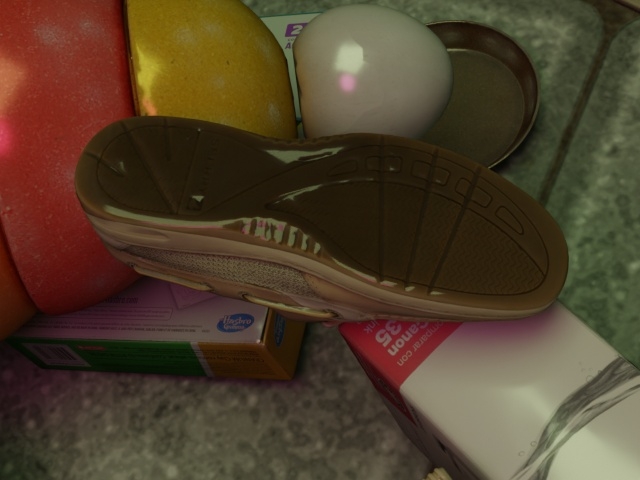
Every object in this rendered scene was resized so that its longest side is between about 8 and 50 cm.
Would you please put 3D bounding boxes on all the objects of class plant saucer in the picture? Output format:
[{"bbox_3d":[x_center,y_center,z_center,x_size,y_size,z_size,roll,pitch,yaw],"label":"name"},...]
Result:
[{"bbox_3d":[0.104,-0.113,1.151,0.168,0.029,0.168,-7,58,12],"label":"plant saucer"}]

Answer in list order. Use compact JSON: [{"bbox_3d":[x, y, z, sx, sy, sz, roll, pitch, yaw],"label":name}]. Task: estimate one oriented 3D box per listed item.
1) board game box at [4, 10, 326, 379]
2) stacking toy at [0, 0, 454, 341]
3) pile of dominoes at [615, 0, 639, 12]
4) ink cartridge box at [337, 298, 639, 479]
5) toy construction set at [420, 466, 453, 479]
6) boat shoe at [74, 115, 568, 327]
[{"bbox_3d":[-0.106,-0.043,1.132,0.242,0.064,0.316,1,61,25],"label":"board game box"},{"bbox_3d":[-0.138,-0.079,0.991,0.480,0.350,0.350,-7,59,0],"label":"stacking toy"},{"bbox_3d":[0.358,-0.261,1.158,0.251,0.040,0.196,32,73,28],"label":"pile of dominoes"},{"bbox_3d":[0.162,0.145,0.877,0.117,0.207,0.283,-41,58,-7],"label":"ink cartridge box"},{"bbox_3d":[0.046,0.290,0.790,0.237,0.309,0.257,-37,50,-1],"label":"toy construction set"},{"bbox_3d":[0.000,0.000,0.837,0.302,0.098,0.109,10,58,9],"label":"boat shoe"}]
